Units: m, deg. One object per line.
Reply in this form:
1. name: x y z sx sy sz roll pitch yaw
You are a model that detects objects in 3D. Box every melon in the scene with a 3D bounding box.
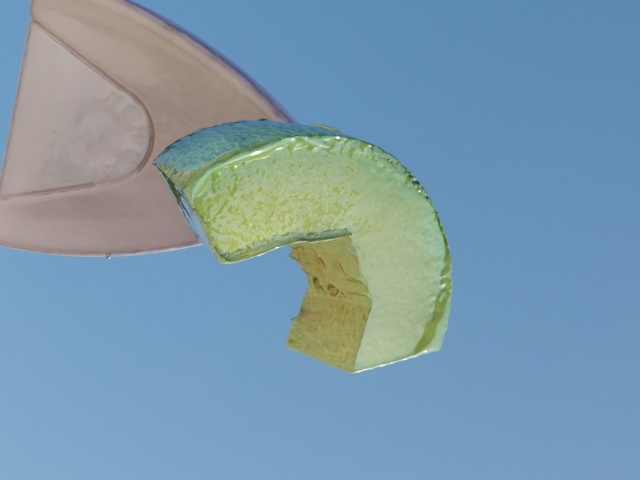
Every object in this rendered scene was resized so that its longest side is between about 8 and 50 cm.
1. melon: 0.000 0.000 0.793 0.064 0.118 0.209 34 -20 49

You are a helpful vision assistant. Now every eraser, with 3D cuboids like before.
1. eraser: -0.113 -0.070 1.048 0.243 0.059 0.204 14 -82 5
